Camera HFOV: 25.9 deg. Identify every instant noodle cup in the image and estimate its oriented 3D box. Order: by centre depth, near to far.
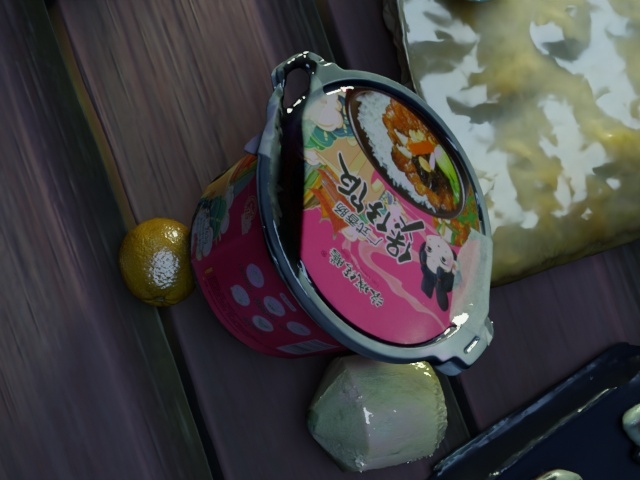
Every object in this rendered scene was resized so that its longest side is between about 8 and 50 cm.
[{"bbox_3d":[0.000,0.000,1.229,0.258,0.181,0.302,-27,93,-44],"label":"instant noodle cup"}]

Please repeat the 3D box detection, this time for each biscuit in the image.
[{"bbox_3d":[0.249,-0.205,1.380,0.446,0.104,0.429,-18,86,-14],"label":"biscuit"}]

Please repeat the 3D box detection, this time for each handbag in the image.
[{"bbox_3d":[0.300,0.297,1.345,0.303,0.122,0.329,-31,95,-16],"label":"handbag"}]

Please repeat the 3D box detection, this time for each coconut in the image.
[{"bbox_3d":[0.046,0.159,1.286,0.122,0.116,0.116,-10,88,-15],"label":"coconut"}]

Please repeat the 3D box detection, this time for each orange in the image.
[{"bbox_3d":[-0.145,0.020,1.267,0.085,0.085,0.085,1,85,-15],"label":"orange"}]

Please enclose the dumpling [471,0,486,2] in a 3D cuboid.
[{"bbox_3d":[0.144,-0.323,1.266,0.149,0.105,0.217,5,81,-11],"label":"dumpling"}]
